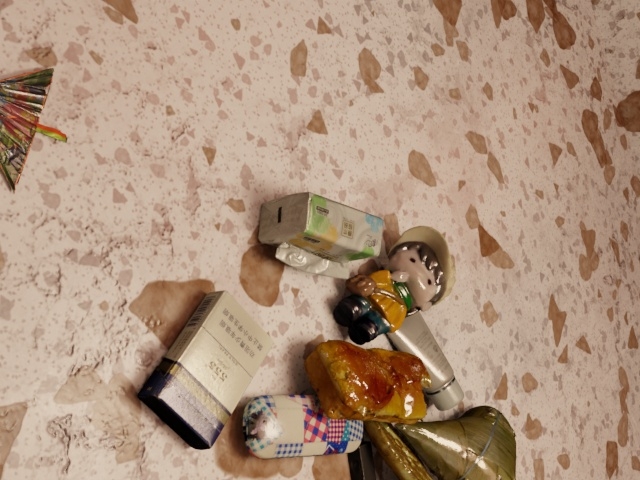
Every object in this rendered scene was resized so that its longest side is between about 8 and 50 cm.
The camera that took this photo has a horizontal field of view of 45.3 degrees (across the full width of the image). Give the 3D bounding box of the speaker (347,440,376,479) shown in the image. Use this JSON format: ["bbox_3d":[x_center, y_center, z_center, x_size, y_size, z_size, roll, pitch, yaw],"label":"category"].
[{"bbox_3d":[0.100,0.552,1.722,0.046,0.040,0.191,-4,84,-48],"label":"speaker"}]

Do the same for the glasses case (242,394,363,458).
[{"bbox_3d":[-0.029,0.387,1.599,0.327,0.076,0.125,12,71,-43],"label":"glasses case"}]

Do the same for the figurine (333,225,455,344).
[{"bbox_3d":[0.176,0.116,1.821,0.332,0.204,0.185,-36,83,-17],"label":"figurine"}]

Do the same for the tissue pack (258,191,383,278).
[{"bbox_3d":[0.000,0.000,1.649,0.229,0.159,0.145,17,70,-42],"label":"tissue pack"}]

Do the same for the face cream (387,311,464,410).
[{"bbox_3d":[0.251,0.275,1.905,0.143,0.089,0.314,-36,100,-42],"label":"face cream"}]

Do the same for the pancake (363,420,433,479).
[{"bbox_3d":[0.191,0.508,1.765,0.377,0.054,0.197,53,10,-4],"label":"pancake"}]

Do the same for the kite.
[{"bbox_3d":[-0.509,-0.197,1.283,0.183,0.014,0.241,22,66,-43],"label":"kite"}]

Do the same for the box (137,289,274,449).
[{"bbox_3d":[-0.211,0.243,1.450,0.168,0.071,0.259,52,51,-25],"label":"box"}]

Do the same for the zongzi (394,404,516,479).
[{"bbox_3d":[0.327,0.471,1.887,0.360,0.160,0.323,39,25,-9],"label":"zongzi"}]

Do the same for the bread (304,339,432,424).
[{"bbox_3d":[0.133,0.320,1.693,0.380,0.109,0.185,17,33,-48],"label":"bread"}]
